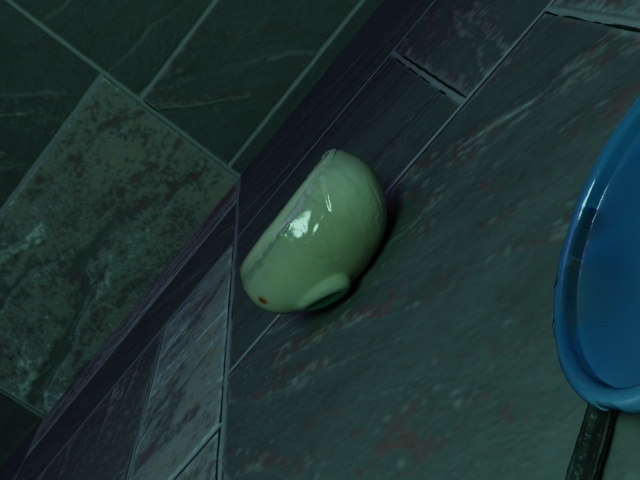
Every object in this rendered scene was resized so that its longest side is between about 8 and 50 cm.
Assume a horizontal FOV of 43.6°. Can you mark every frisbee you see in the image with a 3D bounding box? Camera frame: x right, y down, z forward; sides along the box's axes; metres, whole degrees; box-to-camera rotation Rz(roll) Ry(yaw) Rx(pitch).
[{"bbox_3d":[0.216,-0.010,0.477,0.242,0.045,0.242,-161,90,-83],"label":"frisbee"}]

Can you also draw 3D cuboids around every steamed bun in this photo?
[{"bbox_3d":[0.000,0.000,1.019,0.228,0.131,0.177,-54,5,-1],"label":"steamed bun"}]

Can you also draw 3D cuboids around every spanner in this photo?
[{"bbox_3d":[0.162,0.133,0.484,0.054,0.015,0.254,-32,26,56],"label":"spanner"}]
